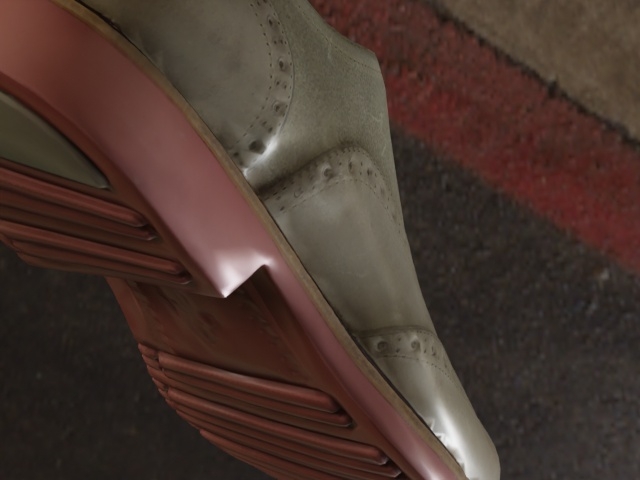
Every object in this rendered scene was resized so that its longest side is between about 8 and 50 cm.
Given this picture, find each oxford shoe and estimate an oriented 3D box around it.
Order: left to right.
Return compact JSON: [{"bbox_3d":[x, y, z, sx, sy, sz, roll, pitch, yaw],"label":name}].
[{"bbox_3d":[0.000,0.000,0.523,0.123,0.130,0.348,13,153,32],"label":"oxford shoe"}]
